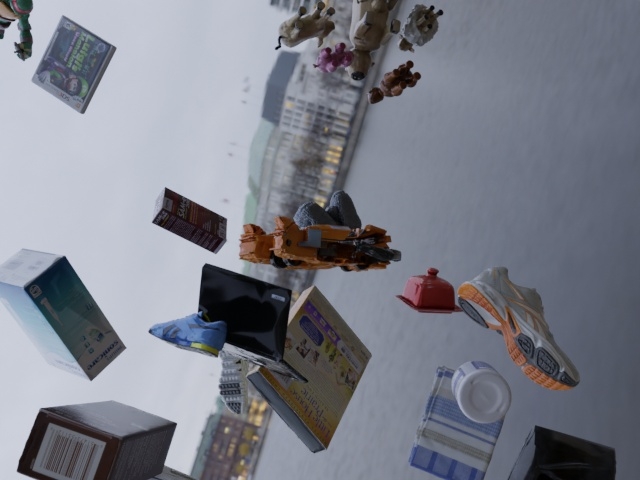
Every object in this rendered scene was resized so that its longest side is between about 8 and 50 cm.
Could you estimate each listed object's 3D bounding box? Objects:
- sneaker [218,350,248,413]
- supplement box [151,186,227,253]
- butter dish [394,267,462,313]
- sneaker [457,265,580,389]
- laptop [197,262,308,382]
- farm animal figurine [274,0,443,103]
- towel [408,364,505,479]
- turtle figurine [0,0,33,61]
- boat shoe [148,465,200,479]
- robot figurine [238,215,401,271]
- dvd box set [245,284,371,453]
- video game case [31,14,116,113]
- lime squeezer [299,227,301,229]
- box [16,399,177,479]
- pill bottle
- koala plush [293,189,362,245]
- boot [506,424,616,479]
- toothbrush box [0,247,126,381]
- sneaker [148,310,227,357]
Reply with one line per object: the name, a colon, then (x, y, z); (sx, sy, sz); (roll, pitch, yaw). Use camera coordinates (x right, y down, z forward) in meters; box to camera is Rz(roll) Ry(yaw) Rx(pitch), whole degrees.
sneaker: (-0.260, 0.398, 2.198); (0.118, 0.110, 0.292); (-9, -87, -55)
supplement box: (-0.424, -0.065, 2.274); (0.073, 0.239, 0.130); (-49, 28, 27)
butter dish: (0.308, 0.135, 1.950); (0.160, 0.159, 0.118); (-145, 59, -72)
sneaker: (0.379, 0.147, 1.256); (0.121, 0.262, 0.099); (-36, -13, -28)
laptop: (-0.144, 0.190, 1.559); (0.137, 0.234, 0.264); (-65, -28, -18)
farm animal figurine: (0.084, -0.474, 1.617); (0.327, 0.330, 0.172); (-64, 15, -18)
towel: (0.372, 0.502, 1.869); (0.034, 0.209, 0.285); (44, -115, -74)
turtle figurine: (-0.591, -0.421, 1.286); (0.118, 0.234, 0.175); (-56, -47, -20)
boat shoe: (-0.505, 0.670, 2.001); (0.156, 0.367, 0.136); (-64, -11, -69)
robot figurine: (0.009, 0.012, 1.289); (0.211, 0.291, 0.085); (-9, 79, 51)
dvd box set: (-0.018, 0.368, 2.051); (0.062, 0.308, 0.420); (-31, 15, 35)
video game case: (-0.623, -0.442, 1.750); (0.190, 0.173, 0.022); (-60, -12, 10)
lime squeezer: (-0.028, -0.025, 2.517); (0.310, 0.110, 0.059); (-34, -8, 0)
box: (-0.474, 0.453, 1.542); (0.381, 0.191, 0.143); (71, -143, -78)
pill bottle: (0.344, 0.322, 1.514); (0.186, 0.112, 0.112); (2, -76, -85)
koala plush: (0.000, 0.000, 2.030); (0.196, 0.203, 0.221); (-22, -8, -41)
boot: (0.227, 0.480, 0.741); (0.367, 0.146, 0.445); (-66, -20, -53)
toothbrush box: (-0.636, 0.177, 1.677); (0.126, 0.216, 0.296); (-45, -55, -35)
sneaker: (-0.275, 0.188, 1.462); (0.069, 0.209, 0.082); (38, -116, -47)
